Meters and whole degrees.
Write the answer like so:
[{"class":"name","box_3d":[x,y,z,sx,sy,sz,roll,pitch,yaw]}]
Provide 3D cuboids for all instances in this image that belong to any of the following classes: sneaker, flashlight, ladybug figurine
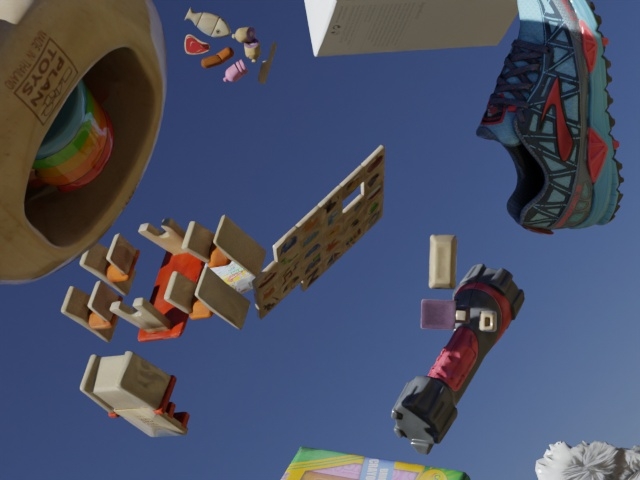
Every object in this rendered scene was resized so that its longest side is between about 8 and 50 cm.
[{"class":"sneaker","box_3d":[0.209,-0.132,1.418,0.125,0.262,0.104,-12,6,-13]},{"class":"flashlight","box_3d":[0.195,0.160,2.146,0.304,0.103,0.103,-51,-2,-43]},{"class":"ladybug figurine","box_3d":[-0.276,-0.121,1.370,0.305,0.162,0.449,-59,-10,-13]}]

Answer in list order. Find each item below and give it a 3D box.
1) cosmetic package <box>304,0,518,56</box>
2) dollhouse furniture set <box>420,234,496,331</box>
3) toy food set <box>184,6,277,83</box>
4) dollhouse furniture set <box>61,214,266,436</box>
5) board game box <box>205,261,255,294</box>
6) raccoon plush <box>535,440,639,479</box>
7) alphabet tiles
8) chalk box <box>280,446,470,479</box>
[{"class":"cosmetic package","box_3d":[0.093,-0.339,1.673,0.224,0.224,0.138,-5,-20,-11]},{"class":"dollhouse furniture set","box_3d":[0.169,0.051,1.810,0.081,0.091,0.114,17,-106,-85]},{"class":"toy food set","box_3d":[-0.121,-0.243,1.900,0.019,0.122,0.078,-92,19,-79]},{"class":"dollhouse furniture set","box_3d":[-0.205,0.109,1.934,0.135,0.262,0.259,40,-125,-38]},{"class":"board game box","box_3d":[-0.169,0.065,2.300,0.154,0.103,0.026,-24,-62,5]},{"class":"raccoon plush","box_3d":[0.524,0.333,1.816,0.216,0.446,0.299,-55,-52,-33]},{"class":"alphabet tiles","box_3d":[0.000,0.000,1.931,0.237,0.009,0.198,-43,-19,-17]},{"class":"chalk box","box_3d":[0.063,0.280,1.295,0.132,0.213,0.132,-54,-36,-51]}]
